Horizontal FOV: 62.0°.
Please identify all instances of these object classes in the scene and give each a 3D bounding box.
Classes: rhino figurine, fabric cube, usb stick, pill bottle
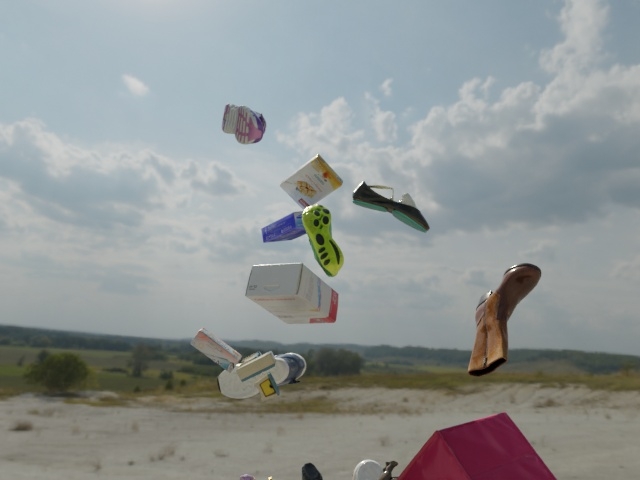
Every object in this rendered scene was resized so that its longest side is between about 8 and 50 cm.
[{"bbox_3d":[0.292,0.793,1.697,0.243,0.106,0.073,10,-37,34],"label":"rhino figurine"},{"bbox_3d":[0.389,0.621,1.314,0.258,0.259,0.254,1,-51,-35],"label":"fabric cube"},{"bbox_3d":[-0.021,0.702,1.386,0.045,0.278,0.077,-11,26,-22],"label":"usb stick"},{"bbox_3d":[0.184,0.911,2.047,0.121,0.121,0.221,4,-27,2],"label":"pill bottle"}]

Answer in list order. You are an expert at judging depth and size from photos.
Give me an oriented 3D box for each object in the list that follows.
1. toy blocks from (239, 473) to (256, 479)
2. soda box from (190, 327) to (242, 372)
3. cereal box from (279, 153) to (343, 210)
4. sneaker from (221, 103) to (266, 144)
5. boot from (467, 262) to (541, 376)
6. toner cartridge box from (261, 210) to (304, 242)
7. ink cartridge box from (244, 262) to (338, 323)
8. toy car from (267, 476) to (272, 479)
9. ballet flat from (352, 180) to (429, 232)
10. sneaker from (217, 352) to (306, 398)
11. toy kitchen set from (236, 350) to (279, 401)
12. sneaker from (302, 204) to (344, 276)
[{"bbox_3d":[-0.272,1.068,1.989,0.308,0.288,0.260,26,-28,39],"label":"toy blocks"},{"bbox_3d":[-0.378,0.397,1.933,0.183,0.063,0.058,36,6,0],"label":"soda box"},{"bbox_3d":[-0.042,-0.256,2.391,0.240,0.047,0.173,-33,-68,31],"label":"cereal box"},{"bbox_3d":[-0.188,-0.313,1.439,0.104,0.095,0.236,7,18,-28],"label":"sneaker"},{"bbox_3d":[0.513,0.220,1.499,0.096,0.280,0.264,36,-46,-8],"label":"boot"},{"bbox_3d":[-0.127,-0.062,2.441,0.165,0.075,0.347,-7,-7,-32],"label":"toner cartridge box"},{"bbox_3d":[-0.097,0.204,1.979,0.226,0.131,0.306,-5,-30,27],"label":"ink cartridge box"},{"bbox_3d":[-0.216,1.062,2.262,0.060,0.041,0.122,-1,13,25],"label":"toy car"},{"bbox_3d":[0.242,-0.122,1.759,0.280,0.096,0.095,24,-7,6],"label":"ballet flat"},{"bbox_3d":[-0.210,0.524,2.078,0.322,0.130,0.236,-21,-15,22],"label":"sneaker"},{"bbox_3d":[-0.178,0.455,1.760,0.122,0.166,0.207,-26,-1,-2],"label":"toy kitchen set"},{"bbox_3d":[0.000,0.000,1.864,0.109,0.296,0.124,-8,-34,-12],"label":"sneaker"}]
